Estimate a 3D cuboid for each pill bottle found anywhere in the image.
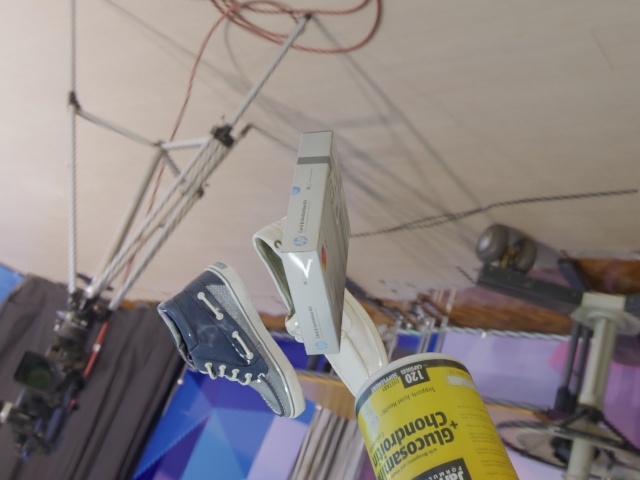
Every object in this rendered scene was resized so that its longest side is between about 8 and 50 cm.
[{"bbox_3d":[0.098,0.186,0.641,0.103,0.184,0.103,-11,137,-10],"label":"pill bottle"}]

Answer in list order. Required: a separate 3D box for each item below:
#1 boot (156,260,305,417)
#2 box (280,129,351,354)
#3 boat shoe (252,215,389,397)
[{"bbox_3d":[-0.093,0.122,0.857,0.069,0.086,0.190,-10,112,57],"label":"boot"},{"bbox_3d":[0.000,0.000,0.846,0.038,0.186,0.145,-4,132,9],"label":"box"},{"bbox_3d":[-0.006,0.099,1.092,0.277,0.096,0.098,60,144,11],"label":"boat shoe"}]
